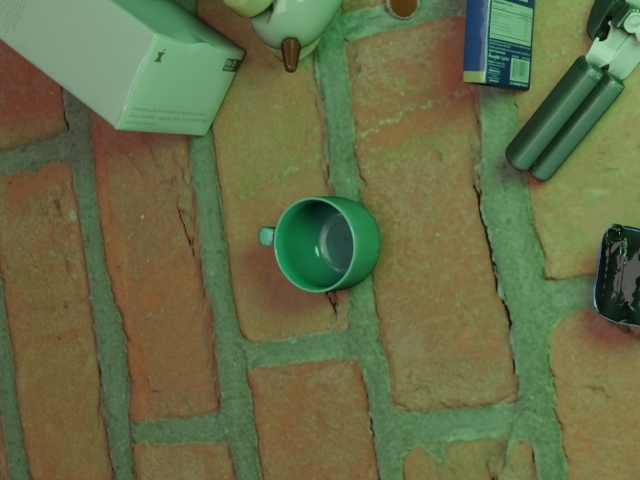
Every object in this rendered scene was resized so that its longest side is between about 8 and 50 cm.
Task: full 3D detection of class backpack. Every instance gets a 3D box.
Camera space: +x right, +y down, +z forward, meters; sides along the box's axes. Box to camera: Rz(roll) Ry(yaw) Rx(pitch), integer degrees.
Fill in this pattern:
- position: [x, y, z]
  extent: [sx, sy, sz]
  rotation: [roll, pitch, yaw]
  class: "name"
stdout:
- position: [0.384, 0.045, 1.540]
  extent: [0.105, 0.084, 0.114]
  rotation: [15, 95, 31]
  class: "backpack"

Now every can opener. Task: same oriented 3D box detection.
- position: [0.328, -0.199, 1.585]
  extent: [0.280, 0.074, 0.093]
  rotation: [-56, 31, 19]
  class: "can opener"

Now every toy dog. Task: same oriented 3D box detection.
- position: [0.024, -0.338, 1.696]
  extent: [0.333, 0.220, 0.161]
  rotation: [-48, 46, 34]
  class: "toy dog"

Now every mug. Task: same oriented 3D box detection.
- position: [0.007, -0.004, 1.766]
  extent: [0.158, 0.097, 0.129]
  rotation: [44, 114, 23]
  class: "mug"

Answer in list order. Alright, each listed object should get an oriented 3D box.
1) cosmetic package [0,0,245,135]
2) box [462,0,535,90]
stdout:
- position: [-0.326, -0.314, 1.896]
  extent: [0.385, 0.217, 0.156]
  rotation: [39, 111, 27]
  class: "cosmetic package"
- position: [0.225, -0.302, 1.595]
  extent: [0.037, 0.136, 0.225]
  rotation: [7, 96, 32]
  class: "box"
